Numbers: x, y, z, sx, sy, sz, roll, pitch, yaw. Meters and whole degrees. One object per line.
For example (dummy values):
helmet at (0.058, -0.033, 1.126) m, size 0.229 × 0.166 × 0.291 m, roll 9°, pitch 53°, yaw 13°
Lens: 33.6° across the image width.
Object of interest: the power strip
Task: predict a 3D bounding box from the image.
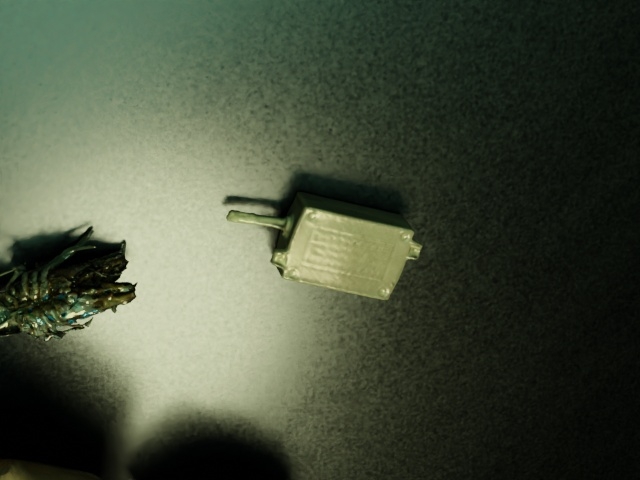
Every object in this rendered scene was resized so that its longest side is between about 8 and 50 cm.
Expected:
power strip at (0.000, 0.000, 0.944) m, size 0.175 × 0.042 × 0.075 m, roll 13°, pitch 111°, yaw -19°

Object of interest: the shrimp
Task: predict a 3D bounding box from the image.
shrimp at (-0.239, 0.045, 0.886) m, size 0.174 × 0.076 × 0.082 m, roll -15°, pitch 84°, yaw -27°

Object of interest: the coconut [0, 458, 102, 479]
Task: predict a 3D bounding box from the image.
coconut at (-0.269, 0.314, 0.883) m, size 0.328 × 0.329 × 0.329 m, roll -6°, pitch 116°, yaw -12°
